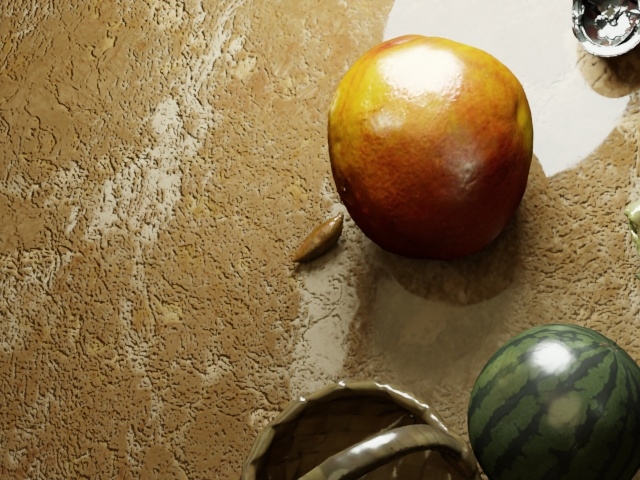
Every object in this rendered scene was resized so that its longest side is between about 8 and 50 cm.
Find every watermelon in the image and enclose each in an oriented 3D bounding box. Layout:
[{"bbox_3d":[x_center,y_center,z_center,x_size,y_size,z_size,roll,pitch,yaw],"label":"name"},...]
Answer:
[{"bbox_3d":[0.269,0.201,1.305,0.212,0.212,0.212,-5,71,14],"label":"watermelon"}]

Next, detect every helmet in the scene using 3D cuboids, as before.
[{"bbox_3d":[0.379,-0.286,1.511,0.098,0.070,0.123,-8,77,20],"label":"helmet"}]

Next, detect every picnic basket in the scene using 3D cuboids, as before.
[{"bbox_3d":[0.035,0.300,1.262,0.293,0.337,0.337,-35,66,5],"label":"picnic basket"}]

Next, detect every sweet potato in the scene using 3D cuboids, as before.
[{"bbox_3d":[0.000,0.000,1.544,0.095,0.034,0.034,-43,66,11],"label":"sweet potato"}]

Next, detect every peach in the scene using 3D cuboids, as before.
[{"bbox_3d":[0.129,-0.113,1.433,0.281,0.238,0.281,-1,94,-18],"label":"peach"}]

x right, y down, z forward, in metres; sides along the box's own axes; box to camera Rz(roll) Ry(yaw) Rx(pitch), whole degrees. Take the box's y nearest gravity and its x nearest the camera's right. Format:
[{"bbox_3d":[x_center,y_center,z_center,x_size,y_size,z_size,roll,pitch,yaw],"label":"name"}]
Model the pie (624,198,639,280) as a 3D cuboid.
[{"bbox_3d":[0.502,-0.032,1.390,0.282,0.068,0.128,-21,79,9],"label":"pie"}]
